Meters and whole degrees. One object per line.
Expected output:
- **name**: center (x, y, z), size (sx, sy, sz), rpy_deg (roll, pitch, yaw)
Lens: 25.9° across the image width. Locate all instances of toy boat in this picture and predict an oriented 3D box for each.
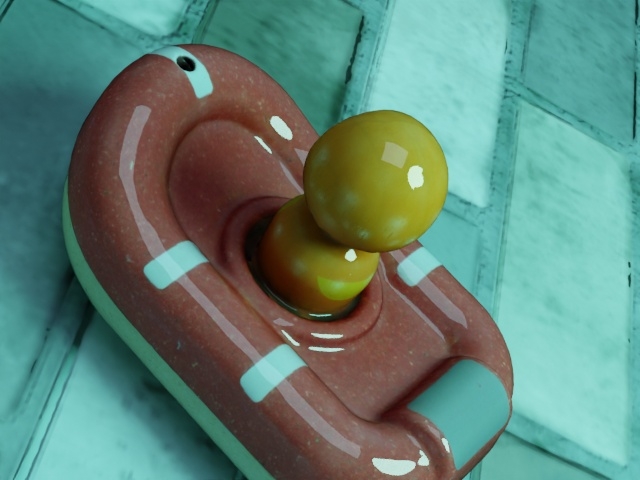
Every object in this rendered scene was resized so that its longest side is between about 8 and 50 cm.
- **toy boat**: center (0.000, 0.000, 0.600), size (0.231, 0.151, 0.151), rpy_deg (46, 42, 9)
